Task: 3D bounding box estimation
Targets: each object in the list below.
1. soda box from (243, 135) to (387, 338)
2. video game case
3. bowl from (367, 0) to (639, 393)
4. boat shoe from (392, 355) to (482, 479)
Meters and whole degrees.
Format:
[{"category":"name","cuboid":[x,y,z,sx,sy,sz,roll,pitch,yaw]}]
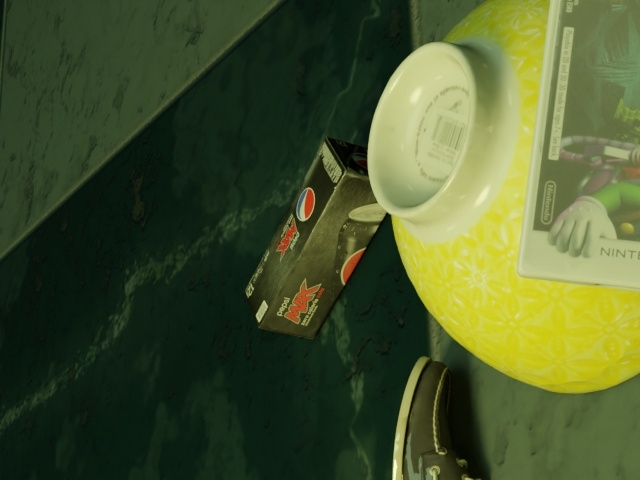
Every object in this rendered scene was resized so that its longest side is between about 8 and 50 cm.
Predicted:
[{"category":"soda box","cuboid":[0.000,0.000,1.257,0.169,0.060,0.053,-61,32,27]},{"category":"video game case","cuboid":[0.209,-0.063,0.852,0.022,0.173,0.190,45,-128,-76]},{"category":"bowl","cuboid":[0.125,-0.054,0.974,0.289,0.156,0.290,-28,55,52]},{"category":"boat shoe","cuboid":[0.086,0.184,1.064,0.065,0.075,0.206,1,69,16]}]
